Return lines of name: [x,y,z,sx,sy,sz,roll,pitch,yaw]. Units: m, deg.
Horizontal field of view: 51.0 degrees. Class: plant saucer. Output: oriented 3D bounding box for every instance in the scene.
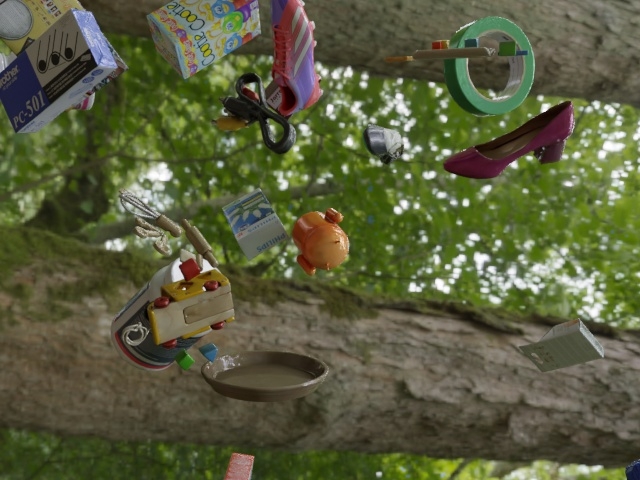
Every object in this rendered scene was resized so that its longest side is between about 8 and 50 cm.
plant saucer: [-0.121,0.293,1.461,0.278,0.277,0.041,-162,-108,-67]

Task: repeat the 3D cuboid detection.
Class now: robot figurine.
robot figurine: [0.000,0.002,1.812,0.128,0.158,0.219,65,-8,-28]

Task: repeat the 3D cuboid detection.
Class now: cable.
cable: [-0.121,-0.263,1.407,0.287,0.072,0.140,33,-96,39]

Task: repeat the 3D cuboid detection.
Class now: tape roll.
tape roll: [0.569,-0.582,2.261,0.077,0.321,0.322,-167,-97,-68]

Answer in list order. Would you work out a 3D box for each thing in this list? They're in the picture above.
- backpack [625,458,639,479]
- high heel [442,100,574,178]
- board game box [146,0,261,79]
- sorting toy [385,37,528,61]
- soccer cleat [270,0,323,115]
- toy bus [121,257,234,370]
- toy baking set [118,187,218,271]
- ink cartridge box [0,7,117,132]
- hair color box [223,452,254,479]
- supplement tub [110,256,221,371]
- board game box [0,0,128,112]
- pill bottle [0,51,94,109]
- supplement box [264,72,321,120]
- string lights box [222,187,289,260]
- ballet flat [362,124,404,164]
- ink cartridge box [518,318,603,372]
backpack: [0.722,0.522,1.434,0.098,0.101,0.120,71,-3,-65]
high heel: [0.519,-0.286,1.862,0.127,0.376,0.181,-120,-158,-48]
board game box: [-0.323,-0.608,1.892,0.144,0.275,0.142,47,-18,20]
sorting toy: [0.328,-0.470,1.645,0.196,0.347,0.047,-39,129,-67]
soccer cleat: [-0.059,-0.349,1.264,0.083,0.095,0.248,36,-26,36]
toy bus: [-0.268,0.128,1.287,0.191,0.202,0.104,-57,-142,-3]
toy baking set: [-0.314,-0.029,1.375,0.030,0.196,0.256,-51,-133,11]
ink cartridge box: [-0.415,-0.257,1.039,0.207,0.046,0.097,-28,-94,28]
hair color box: [-0.174,0.518,1.375,0.167,0.053,0.093,-77,176,-81]
supplement tub: [-0.364,0.179,1.629,0.272,0.191,0.191,-40,-135,31]
board game box: [-0.530,-0.402,1.358,0.042,0.165,0.243,49,-6,47]
pill bottle: [-0.812,-0.463,1.939,0.160,0.282,0.161,8,-81,58]
supplement box: [-0.073,-0.377,1.639,0.130,0.073,0.239,-48,-164,11]
string lights box: [-0.191,-0.051,1.940,0.077,0.133,0.260,63,-5,-28]
ballet flat: [0.143,-0.210,1.442,0.203,0.074,0.074,17,76,-73]
ink cartridge box: [0.658,0.291,1.838,0.179,0.145,0.045,-23,-143,36]
